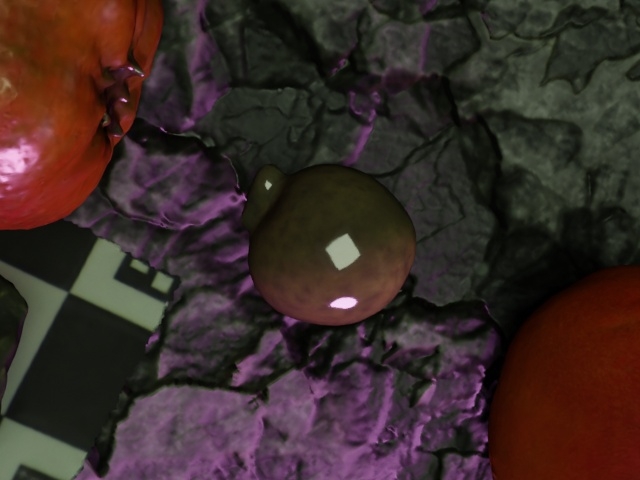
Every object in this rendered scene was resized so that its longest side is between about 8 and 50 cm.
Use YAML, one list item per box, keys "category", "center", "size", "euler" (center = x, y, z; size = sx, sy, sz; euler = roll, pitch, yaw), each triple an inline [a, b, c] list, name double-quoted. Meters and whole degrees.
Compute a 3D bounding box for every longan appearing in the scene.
- category: "longan"
  center: [0.000, 0.000, 0.557]
  size: [0.119, 0.106, 0.106]
  euler: [37, 86, 3]

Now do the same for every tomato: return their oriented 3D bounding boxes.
- category: "tomato"
  center: [0.240, 0.140, 0.576]
  size: [0.259, 0.180, 0.260]
  euler: [-1, 93, -14]

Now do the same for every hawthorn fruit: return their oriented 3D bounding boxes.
- category: "hawthorn fruit"
  center: [-0.202, -0.116, 0.467]
  size: [0.225, 0.196, 0.197]
  euler: [25, 89, 3]

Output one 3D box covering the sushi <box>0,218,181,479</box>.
- category: "sushi"
  center: [-0.282, 0.037, 0.435]
  size: [0.373, 0.100, 0.296]
  euler: [30, 61, -12]
